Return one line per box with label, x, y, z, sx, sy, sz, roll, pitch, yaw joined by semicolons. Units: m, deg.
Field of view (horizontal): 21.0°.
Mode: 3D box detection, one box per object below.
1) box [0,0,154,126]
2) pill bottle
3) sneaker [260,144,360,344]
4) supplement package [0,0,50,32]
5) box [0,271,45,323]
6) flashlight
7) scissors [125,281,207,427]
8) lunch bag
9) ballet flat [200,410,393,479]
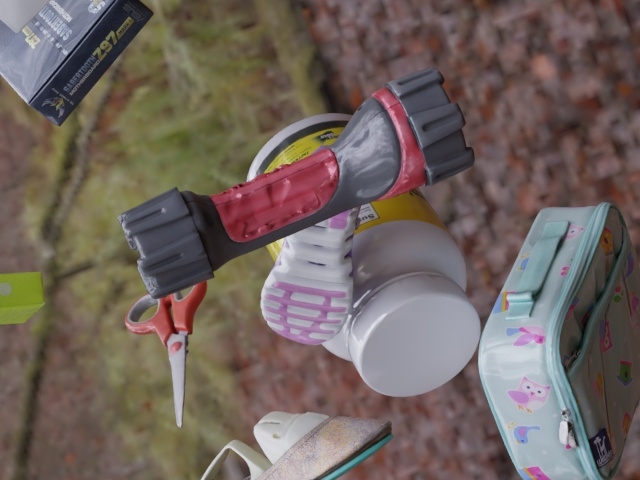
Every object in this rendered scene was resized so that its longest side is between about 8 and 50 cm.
box;-0.325;-0.266;2.144;0.059;0.183;0.232;37;-175;-39
pill bottle;0.050;0.016;1.943;0.334;0.188;0.188;-120;16;-47
sneaker;0.000;0.000;1.788;0.104;0.095;0.236;-70;-9;-54
supplement package;-0.312;-0.394;1.824;0.198;0.199;0.263;41;-159;-20
box;-0.406;0.070;1.922;0.109;0.178;0.042;147;117;-65
flashlight;-0.022;-0.050;1.487;0.103;0.304;0.103;-157;45;-80
scissors;-0.146;0.100;1.839;0.021;0.109;0.297;50;-179;-26
lunch bag;0.260;0.104;1.788;0.279;0.108;0.224;-62;-39;-46
ballet flat;-0.055;0.256;1.924;0.106;0.316;0.107;54;-150;6
